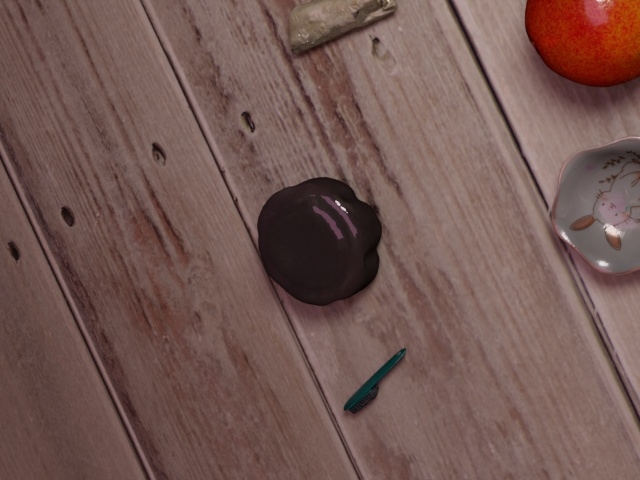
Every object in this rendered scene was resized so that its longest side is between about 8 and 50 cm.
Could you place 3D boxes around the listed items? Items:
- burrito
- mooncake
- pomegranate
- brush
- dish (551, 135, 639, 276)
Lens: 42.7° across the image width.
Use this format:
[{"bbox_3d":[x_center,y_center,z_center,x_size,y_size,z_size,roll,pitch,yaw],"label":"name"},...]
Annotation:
[{"bbox_3d":[0.037,-0.409,1.471,0.226,0.060,0.087,-12,97,31],"label":"burrito"},{"bbox_3d":[0.000,0.000,1.545,0.245,0.133,0.245,7,104,27],"label":"mooncake"},{"bbox_3d":[0.428,-0.346,1.193,0.256,0.221,0.221,-21,92,7],"label":"pomegranate"},{"bbox_3d":[0.113,0.279,1.607,0.032,0.043,0.193,40,117,-6],"label":"brush"},{"bbox_3d":[0.487,-0.060,1.302,0.229,0.081,0.229,9,109,28],"label":"dish"}]
